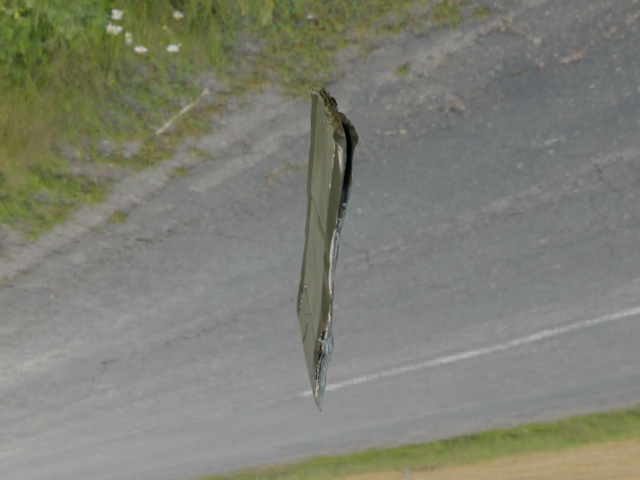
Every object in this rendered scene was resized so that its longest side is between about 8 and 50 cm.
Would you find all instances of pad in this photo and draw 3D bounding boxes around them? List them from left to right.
[{"bbox_3d":[0.001,0.000,0.667,0.022,0.233,0.174,2,-159,-8],"label":"pad"}]
